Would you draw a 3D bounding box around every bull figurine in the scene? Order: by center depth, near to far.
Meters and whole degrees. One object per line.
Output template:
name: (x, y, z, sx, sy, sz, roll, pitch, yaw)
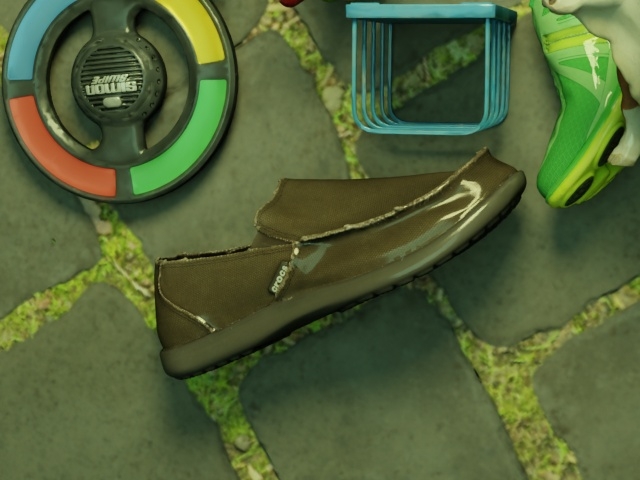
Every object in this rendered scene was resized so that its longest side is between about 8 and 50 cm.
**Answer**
bull figurine: (0.287, -0.146, 1.136, 0.101, 0.310, 0.188, 26, 115, 45)

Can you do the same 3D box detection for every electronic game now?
electronic game: (-0.186, -0.148, 1.358, 0.229, 0.048, 0.229, 1, 94, 13)

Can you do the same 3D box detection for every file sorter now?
file sorter: (0.096, -0.143, 1.231, 0.118, 0.170, 0.104, 1, 97, 13)

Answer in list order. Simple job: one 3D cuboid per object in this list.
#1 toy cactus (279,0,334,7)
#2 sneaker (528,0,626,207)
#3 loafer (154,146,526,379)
toy cactus: (0.040, -0.300, 1.206, 0.180, 0.112, 0.219, -2, 105, -13)
sneaker: (0.232, -0.171, 1.242, 0.123, 0.109, 0.295, 17, 94, 26)
loafer: (0.000, 0.000, 1.280, 0.366, 0.134, 0.130, -25, 88, 13)
